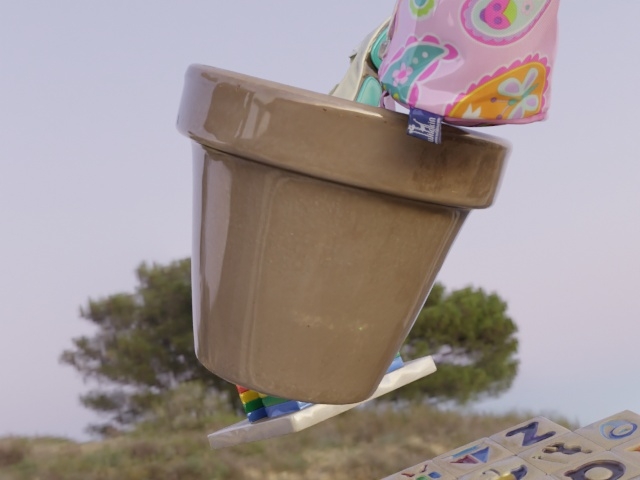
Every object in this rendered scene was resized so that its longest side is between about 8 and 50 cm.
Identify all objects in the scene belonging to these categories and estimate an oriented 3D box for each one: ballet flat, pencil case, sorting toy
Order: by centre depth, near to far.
[{"bbox_3d":[0.103,-0.210,0.692,0.124,0.284,0.124,5,18,-2],"label":"pencil case"},{"bbox_3d":[0.062,-0.237,1.570,0.086,0.248,0.086,23,-26,12],"label":"ballet flat"},{"bbox_3d":[-0.012,0.207,1.588,0.257,0.089,0.255,-18,-4,-35],"label":"sorting toy"}]

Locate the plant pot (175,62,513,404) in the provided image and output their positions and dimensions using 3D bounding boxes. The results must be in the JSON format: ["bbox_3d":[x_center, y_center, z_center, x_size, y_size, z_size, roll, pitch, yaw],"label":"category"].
[{"bbox_3d":[0.000,0.000,0.860,0.263,0.229,0.263,12,7,-1],"label":"plant pot"}]

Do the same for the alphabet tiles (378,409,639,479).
[{"bbox_3d":[0.176,0.207,0.818,0.285,0.011,0.342,-18,11,-15],"label":"alphabet tiles"}]
